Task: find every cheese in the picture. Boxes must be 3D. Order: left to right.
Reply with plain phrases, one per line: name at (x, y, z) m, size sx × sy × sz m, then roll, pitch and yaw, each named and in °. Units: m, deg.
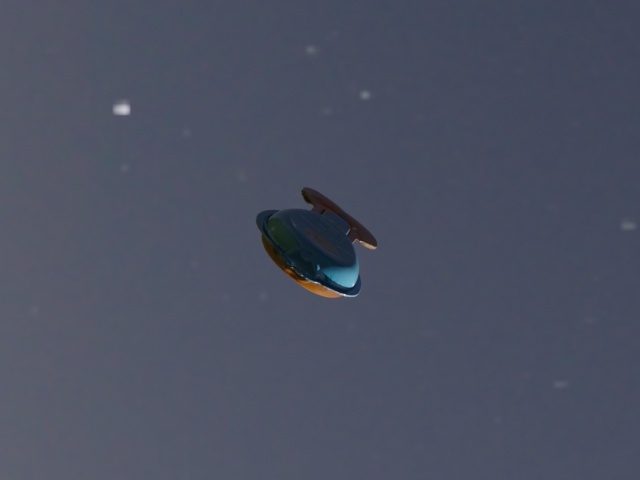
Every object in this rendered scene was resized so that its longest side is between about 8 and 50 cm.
cheese at (0.001, -0.001, 0.760) m, size 0.017 × 0.047 × 0.111 m, roll -48°, pitch 180°, yaw 16°
